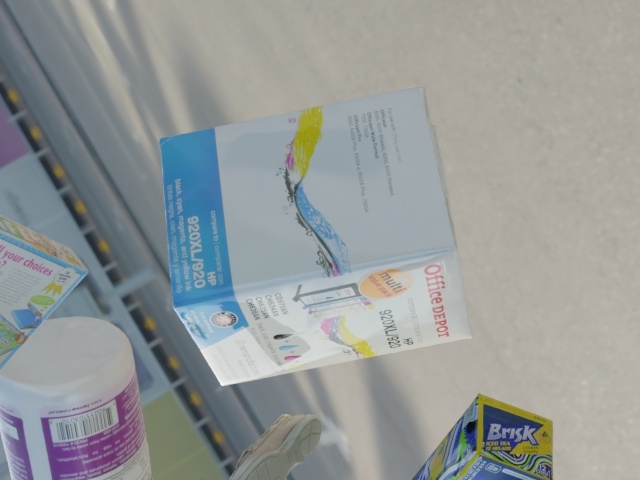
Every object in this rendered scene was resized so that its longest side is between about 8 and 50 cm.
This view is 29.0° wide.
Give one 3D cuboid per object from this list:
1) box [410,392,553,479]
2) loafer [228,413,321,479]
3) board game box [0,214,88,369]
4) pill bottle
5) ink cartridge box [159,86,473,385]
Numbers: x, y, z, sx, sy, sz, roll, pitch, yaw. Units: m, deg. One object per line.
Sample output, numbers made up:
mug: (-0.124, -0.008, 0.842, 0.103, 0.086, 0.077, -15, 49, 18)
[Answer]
box: (0.095, 0.180, 0.848, 0.054, 0.059, 0.169, -79, 14, -47)
loafer: (-0.047, 0.190, 1.072, 0.039, 0.125, 0.045, 10, 119, 33)
board game box: (-0.224, 0.028, 0.753, 0.026, 0.103, 0.154, 46, -175, 30)
pill bottle: (-0.294, 0.258, 1.504, 0.169, 0.169, 0.302, -135, 35, -54)
ink cartridge box: (0.000, 0.000, 1.066, 0.171, 0.232, 0.168, 71, -171, -59)
